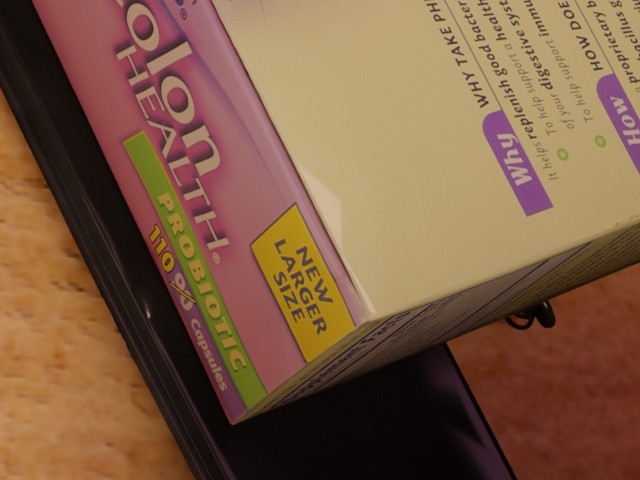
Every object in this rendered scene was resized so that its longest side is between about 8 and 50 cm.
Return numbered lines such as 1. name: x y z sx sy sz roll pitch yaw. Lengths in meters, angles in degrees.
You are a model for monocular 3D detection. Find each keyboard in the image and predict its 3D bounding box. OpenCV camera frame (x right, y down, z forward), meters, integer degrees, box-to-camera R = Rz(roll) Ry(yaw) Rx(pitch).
1. keyboard: 0.000 0.000 0.740 0.201 0.033 0.317 -21 79 -32

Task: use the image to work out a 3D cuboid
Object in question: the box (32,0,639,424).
1. box: 0.040 -0.078 0.708 0.243 0.117 0.214 -20 78 -33
